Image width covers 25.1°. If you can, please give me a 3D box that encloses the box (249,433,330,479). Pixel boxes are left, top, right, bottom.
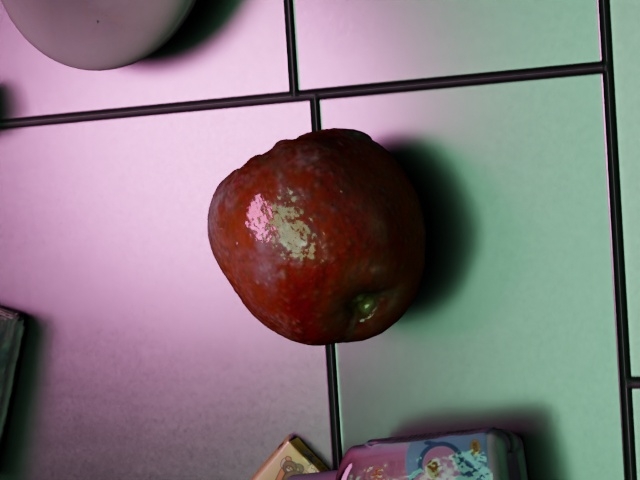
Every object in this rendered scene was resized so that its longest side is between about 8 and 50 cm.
[{"bbox_3d":[0.002,0.241,1.225,0.149,0.020,0.073,44,109,16],"label":"box"}]

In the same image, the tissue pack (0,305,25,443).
[{"bbox_3d":[-0.402,0.121,1.371,0.236,0.073,0.173,17,99,22],"label":"tissue pack"}]

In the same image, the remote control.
[{"bbox_3d":[-0.211,-0.310,1.241,0.221,0.103,0.332,-19,85,30],"label":"remote control"}]

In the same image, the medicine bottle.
[{"bbox_3d":[0.068,0.215,1.140,0.188,0.094,0.119,-9,81,18],"label":"medicine bottle"}]

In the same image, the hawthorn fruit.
[{"bbox_3d":[0.000,0.000,1.134,0.173,0.173,0.172,2,94,24],"label":"hawthorn fruit"}]
